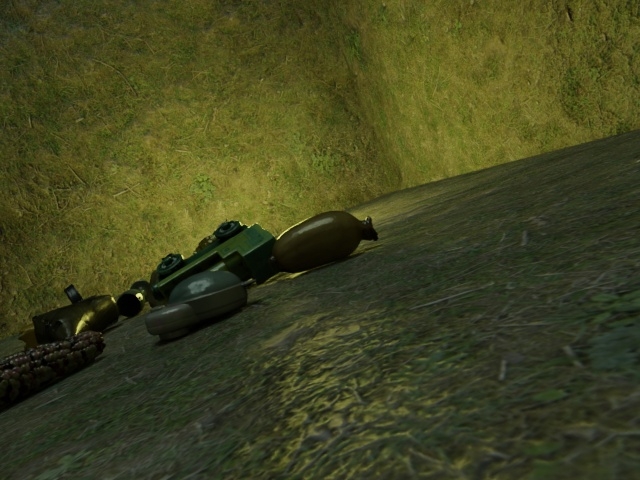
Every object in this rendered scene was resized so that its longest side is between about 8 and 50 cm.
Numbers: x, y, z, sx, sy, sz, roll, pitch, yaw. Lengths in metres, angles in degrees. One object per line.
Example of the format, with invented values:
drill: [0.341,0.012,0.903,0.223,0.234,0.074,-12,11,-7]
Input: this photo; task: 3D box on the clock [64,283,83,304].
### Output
clock: [-0.936,0.257,1.939,0.040,0.185,0.184,-35,11,-27]

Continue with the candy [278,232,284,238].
candy: [-0.006,-0.020,1.969,0.335,0.092,0.093,-12,-31,6]

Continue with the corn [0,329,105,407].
corn: [-0.587,0.264,1.034,0.092,0.092,0.280,-17,2,34]

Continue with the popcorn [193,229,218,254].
popcorn: [-0.423,0.062,2.175,0.233,0.192,0.266,-34,-21,8]

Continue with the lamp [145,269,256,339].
lamp: [-0.273,0.131,1.101,0.246,0.108,0.179,-25,2,-39]

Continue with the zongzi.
zongzi: [-0.691,0.248,1.504,0.289,0.123,0.260,-3,12,39]

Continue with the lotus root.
lotus root: [-0.001,-0.002,1.319,0.303,0.131,0.146,-20,6,1]

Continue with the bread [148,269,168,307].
bread: [-0.547,0.167,1.704,0.060,0.140,0.178,6,-6,-26]

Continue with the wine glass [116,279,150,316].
wine glass: [-0.620,0.192,1.897,0.264,0.096,0.309,-17,6,-10]

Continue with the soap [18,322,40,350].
soap: [-0.944,0.321,1.747,0.204,0.096,0.324,-22,5,-30]

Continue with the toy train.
toy train: [-0.301,0.083,1.421,0.368,0.150,0.237,-33,34,-15]
